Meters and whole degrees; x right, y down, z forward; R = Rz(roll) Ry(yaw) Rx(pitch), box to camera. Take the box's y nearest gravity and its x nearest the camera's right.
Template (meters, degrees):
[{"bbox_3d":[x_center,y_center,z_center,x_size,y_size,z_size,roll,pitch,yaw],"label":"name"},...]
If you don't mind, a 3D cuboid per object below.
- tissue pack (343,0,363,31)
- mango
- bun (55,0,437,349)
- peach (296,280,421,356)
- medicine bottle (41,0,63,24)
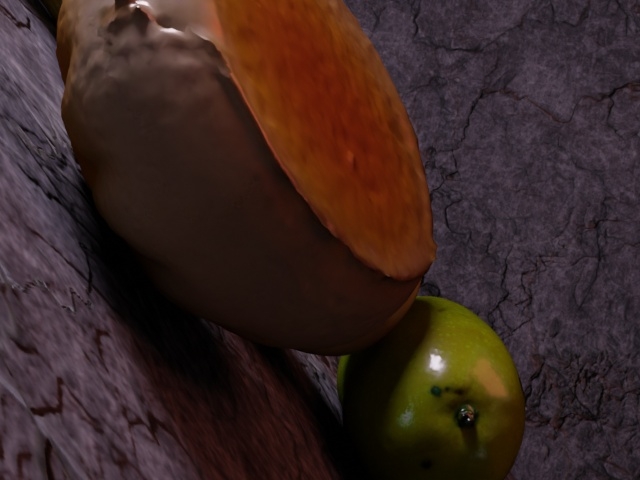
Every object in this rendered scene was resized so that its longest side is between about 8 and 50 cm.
[{"bbox_3d":[-0.076,-0.269,1.485,0.288,0.124,0.394,22,29,-31],"label":"tissue pack"},{"bbox_3d":[0.086,0.136,1.073,0.143,0.175,0.293,22,3,-14],"label":"mango"},{"bbox_3d":[-0.063,-0.064,0.767,0.299,0.165,0.299,48,25,-32],"label":"bun"},{"bbox_3d":[0.000,0.000,1.009,0.184,0.184,0.184,57,5,-7],"label":"peach"},{"bbox_3d":[-0.221,-0.242,0.954,0.218,0.074,0.074,57,4,-22],"label":"medicine bottle"}]
